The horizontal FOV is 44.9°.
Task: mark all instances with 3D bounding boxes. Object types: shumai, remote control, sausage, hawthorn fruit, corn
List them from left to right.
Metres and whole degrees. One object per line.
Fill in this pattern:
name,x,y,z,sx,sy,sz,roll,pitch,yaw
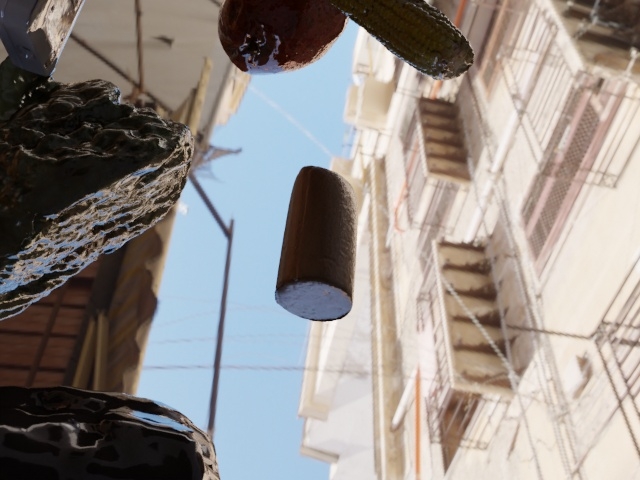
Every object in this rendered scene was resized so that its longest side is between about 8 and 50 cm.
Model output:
shumai,-0.255,-0.075,0.685,0.256,0.189,0.218,-34,-106,-16
remote control,-0.173,-0.248,0.573,0.034,0.103,0.250,20,-102,-7
hawthorn fruit,-0.074,-0.365,1.273,0.211,0.210,0.262,23,-137,11
sausage,0.000,0.000,1.255,0.123,0.123,0.252,11,-130,-5
corn,0.090,-0.327,1.085,0.097,0.097,0.320,-16,-129,-34

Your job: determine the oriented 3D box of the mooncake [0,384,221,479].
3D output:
mooncake,-0.185,0.273,0.485,0.212,0.381,0.350,13,-115,-25
